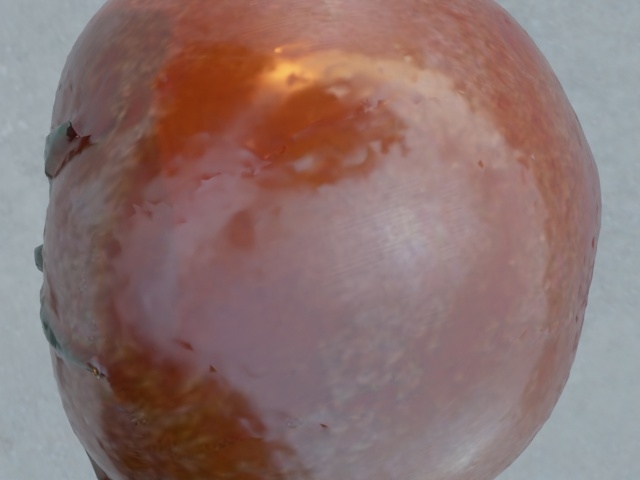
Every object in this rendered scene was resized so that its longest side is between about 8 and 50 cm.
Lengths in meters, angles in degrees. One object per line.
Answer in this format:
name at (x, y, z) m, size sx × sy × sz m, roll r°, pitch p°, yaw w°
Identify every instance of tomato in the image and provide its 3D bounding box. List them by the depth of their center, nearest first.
tomato at (0.000, 0.000, 0.631) m, size 0.265 × 0.265 × 0.264 m, roll -9°, pitch 115°, yaw -19°
